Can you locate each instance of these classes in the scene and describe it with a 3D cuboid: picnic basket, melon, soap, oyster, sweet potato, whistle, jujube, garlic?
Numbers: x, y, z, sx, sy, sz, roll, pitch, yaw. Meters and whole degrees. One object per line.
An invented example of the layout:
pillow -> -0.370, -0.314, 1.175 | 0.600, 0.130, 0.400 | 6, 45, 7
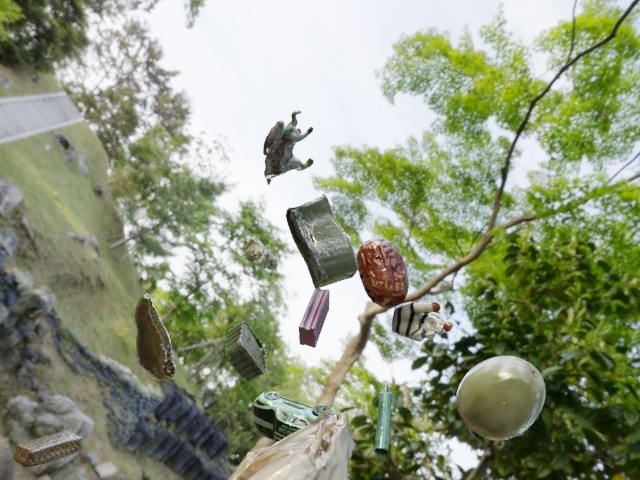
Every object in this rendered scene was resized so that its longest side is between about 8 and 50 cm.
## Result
picnic basket -> -0.888, 0.676, 1.621 | 0.110, 0.193, 0.055 | 6, -88, 32
melon -> 0.601, 0.527, 1.666 | 0.272, 0.307, 0.272 | 55, 9, -14
soap -> -0.021, 0.285, 1.840 | 0.065, 0.203, 0.122 | 11, -47, 13
oyster -> -0.168, 0.045, 1.393 | 0.124, 0.064, 0.177 | 38, -8, 17
sweet potato -> -0.358, 0.216, 1.047 | 0.077, 0.077, 0.244 | 32, -40, 33
whistle -> 0.167, 0.469, 1.307 | 0.039, 0.186, 0.039 | 6, -49, 7
jujube -> 0.222, 0.112, 1.763 | 0.174, 0.173, 0.251 | 98, -20, -60
garlic -> -0.024, 0.317, 0.624 | 0.143, 0.177, 0.229 | 60, 20, 14

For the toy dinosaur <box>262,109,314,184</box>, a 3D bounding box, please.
toy dinosaur -> -0.094, -0.239, 1.300 | 0.077, 0.162, 0.294 | 43, -20, 21

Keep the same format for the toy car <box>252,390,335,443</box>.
toy car -> -0.092, 0.564, 1.499 | 0.305, 0.125, 0.136 | 9, -77, 25

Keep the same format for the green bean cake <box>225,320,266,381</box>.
green bean cake -> -0.292, 0.430, 1.915 | 0.182, 0.094, 0.173 | 57, 8, -23

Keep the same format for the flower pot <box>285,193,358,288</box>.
flower pot -> 0.000, 0.000, 1.242 | 0.103, 0.108, 0.229 | 105, -38, -60

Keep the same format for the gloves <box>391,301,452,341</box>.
gloves -> 0.363, 0.295, 1.752 | 0.218, 0.140, 0.131 | 7, -27, 32

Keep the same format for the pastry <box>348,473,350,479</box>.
pastry -> -0.001, 0.920, 1.558 | 0.405, 0.292, 0.338 | -91, 160, -76
